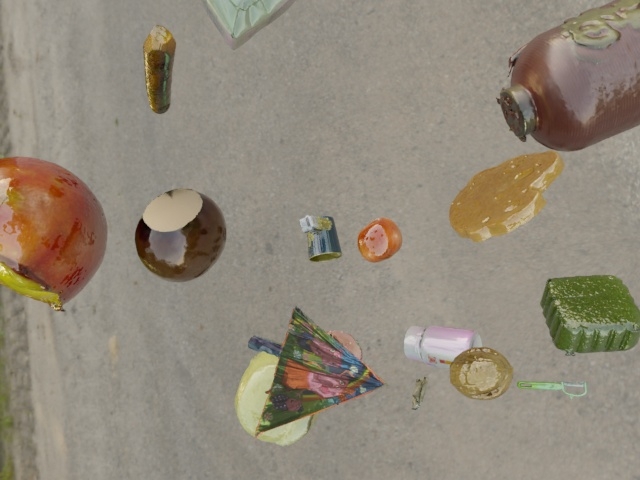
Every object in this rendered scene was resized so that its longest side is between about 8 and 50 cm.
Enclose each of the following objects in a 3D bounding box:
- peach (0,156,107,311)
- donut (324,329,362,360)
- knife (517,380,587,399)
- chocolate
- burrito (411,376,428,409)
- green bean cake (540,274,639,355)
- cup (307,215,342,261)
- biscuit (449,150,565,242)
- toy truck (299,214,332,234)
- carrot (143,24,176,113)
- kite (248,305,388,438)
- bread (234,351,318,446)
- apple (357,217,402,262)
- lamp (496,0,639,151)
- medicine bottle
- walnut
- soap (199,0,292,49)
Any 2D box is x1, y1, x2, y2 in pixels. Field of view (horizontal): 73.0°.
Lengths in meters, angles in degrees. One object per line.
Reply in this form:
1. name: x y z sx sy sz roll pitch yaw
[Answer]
1. peach: -0.508 0.001 0.740 0.281 0.281 0.338 -69 25 15
2. donut: 0.066 0.336 1.321 0.166 0.117 0.065 43 140 35
3. knife: 0.746 0.481 1.402 0.212 0.015 0.054 -13 77 43
4. chocolate: -0.241 0.003 0.768 0.176 0.177 0.177 0 90 37
5. burrito: 0.368 0.565 1.608 0.042 0.171 0.051 47 118 6
6. green bean cake: 0.895 0.244 1.444 0.250 0.156 0.247 -4 42 11
7. cup: 0.000 0.000 1.695 0.176 0.131 0.155 -32 62 57
8. biscuit: 0.533 -0.126 1.272 0.351 0.057 0.312 -25 30 48
9. toy truck: -0.015 -0.057 1.504 0.063 0.123 0.052 -25 74 30
10. carrot: -0.391 -0.405 1.052 0.260 0.070 0.070 -46 59 62
11. kite: -0.005 0.201 0.679 0.234 0.321 0.016 18 112 -1
12. bread: -0.136 0.523 1.488 0.320 0.237 0.320 -1 97 -7
13. apple: 0.205 -0.004 1.518 0.163 0.163 0.139 -16 107 36
14. lamp: 0.375 -0.227 0.583 0.258 0.180 0.180 -24 74 6
15. medicine bottle: 0.447 0.391 1.590 0.254 0.152 0.152 -1 89 40
16. walnut: 0.484 0.396 1.294 0.184 0.155 0.155 -17 79 35
17. soap: -0.141 -0.495 0.853 0.182 0.199 0.138 -36 111 0
